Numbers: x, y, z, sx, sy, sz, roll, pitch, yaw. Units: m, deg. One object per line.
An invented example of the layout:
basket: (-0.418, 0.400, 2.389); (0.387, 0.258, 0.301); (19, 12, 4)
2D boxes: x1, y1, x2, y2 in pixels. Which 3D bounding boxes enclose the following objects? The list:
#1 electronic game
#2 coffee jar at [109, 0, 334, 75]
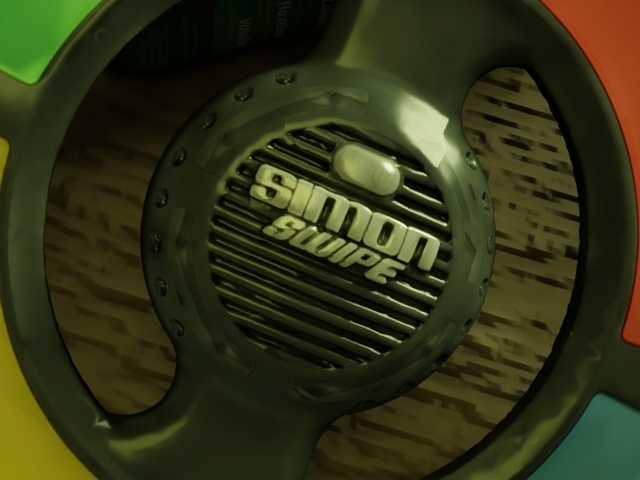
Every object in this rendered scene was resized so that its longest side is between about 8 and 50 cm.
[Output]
electronic game: (0.000, 0.000, 0.466); (0.229, 0.048, 0.229); (-1, 96, -9)
coffee jar: (0.018, -0.110, 0.528); (0.184, 0.079, 0.096); (-10, 73, -8)
